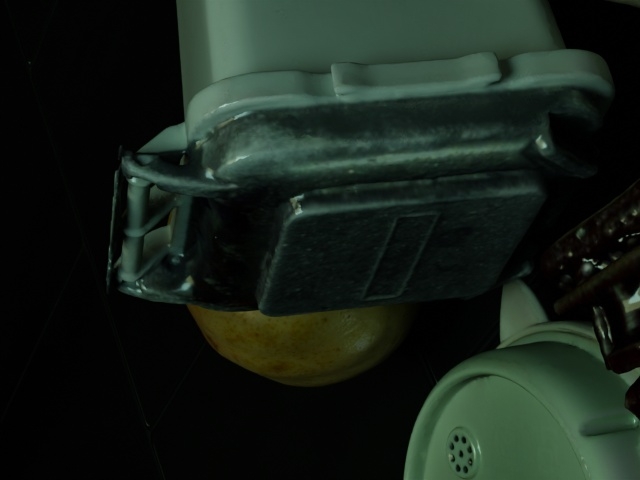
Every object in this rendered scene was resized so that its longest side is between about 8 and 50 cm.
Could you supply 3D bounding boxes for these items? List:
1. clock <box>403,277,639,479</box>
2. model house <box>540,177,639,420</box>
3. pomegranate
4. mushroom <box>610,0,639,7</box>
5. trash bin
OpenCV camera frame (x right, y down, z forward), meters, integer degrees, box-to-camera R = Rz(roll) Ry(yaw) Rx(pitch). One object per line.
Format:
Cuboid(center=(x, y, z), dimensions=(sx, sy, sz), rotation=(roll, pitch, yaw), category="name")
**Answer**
Cuboid(center=(0.151, 0.185, 1.042), dimensions=(0.265, 0.108, 0.324), rotation=(-1, 92, 61), category="clock")
Cuboid(center=(0.232, 0.037, 0.858), dimensions=(0.203, 0.141, 0.164), rotation=(-48, 43, 48), category="model house")
Cuboid(center=(-0.015, 0.006, 1.225), dimensions=(0.207, 0.207, 0.207), rotation=(12, 104, 59), category="pomegranate")
Cuboid(center=(0.225, -0.231, 0.868), dimensions=(0.162, 0.173, 0.236), rotation=(24, 165, 18), category="mushroom")
Cuboid(center=(-0.008, -0.152, 1.050), dimensions=(0.256, 0.296, 0.368), rotation=(107, 155, -65), category="trash bin")
